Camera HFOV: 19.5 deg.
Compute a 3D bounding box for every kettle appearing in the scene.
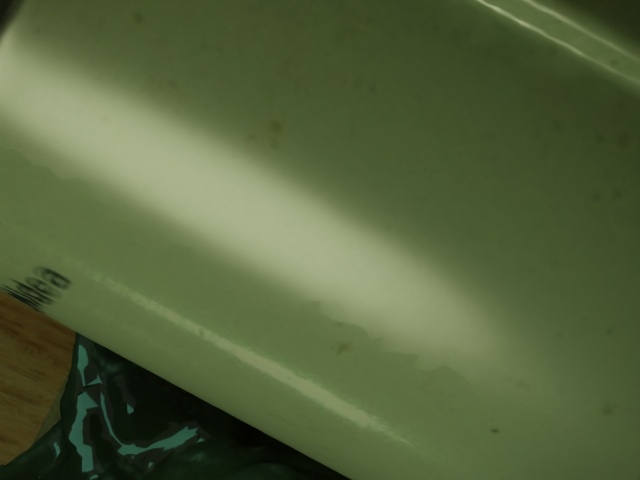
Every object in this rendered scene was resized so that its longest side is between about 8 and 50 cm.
[{"bbox_3d":[0.091,-0.035,0.511,0.250,0.377,0.361,-67,13,-17],"label":"kettle"}]

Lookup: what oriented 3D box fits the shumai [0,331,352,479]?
[{"bbox_3d":[-0.053,0.196,0.843,0.348,0.395,0.395,-45,9,-15],"label":"shumai"}]
